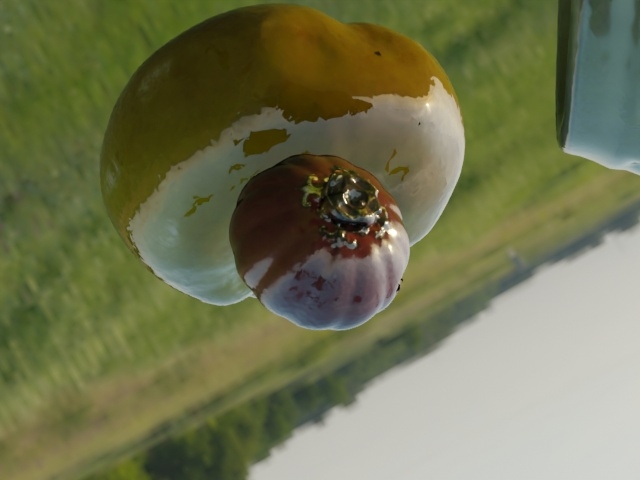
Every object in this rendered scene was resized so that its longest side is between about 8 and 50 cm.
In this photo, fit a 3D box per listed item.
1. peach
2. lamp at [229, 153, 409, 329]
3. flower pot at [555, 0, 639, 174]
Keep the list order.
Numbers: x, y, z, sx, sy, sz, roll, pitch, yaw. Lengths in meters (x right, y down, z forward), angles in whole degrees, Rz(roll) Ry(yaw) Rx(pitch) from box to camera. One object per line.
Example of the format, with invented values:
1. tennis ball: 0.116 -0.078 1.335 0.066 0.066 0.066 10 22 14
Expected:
1. peach: -0.028 -0.052 1.244 0.251 0.153 0.251 -8 152 -4
2. lamp: 0.000 0.000 0.980 0.101 0.101 0.090 -26 164 -43
3. flower pot: 0.233 -0.174 0.828 0.244 0.307 0.307 1 179 5
